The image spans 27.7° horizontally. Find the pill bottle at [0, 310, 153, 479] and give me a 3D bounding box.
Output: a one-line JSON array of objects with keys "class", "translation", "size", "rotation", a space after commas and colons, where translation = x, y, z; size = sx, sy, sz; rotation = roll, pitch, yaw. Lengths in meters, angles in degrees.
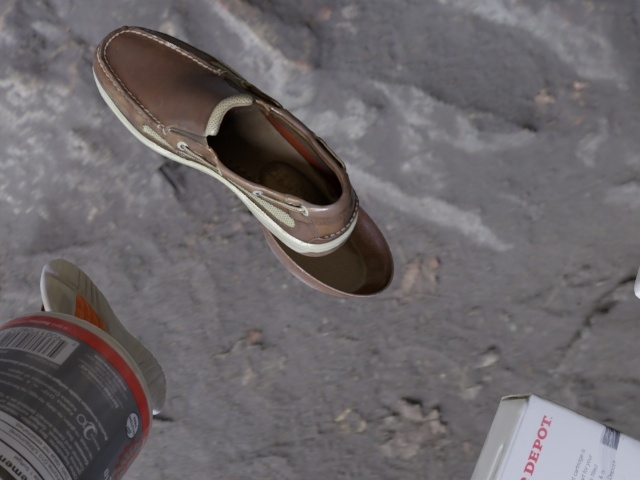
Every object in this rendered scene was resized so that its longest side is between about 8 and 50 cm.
[{"class": "pill bottle", "translation": [-0.332, 0.246, 1.293], "size": [0.210, 0.210, 0.363], "rotation": [47, 35, -9]}]

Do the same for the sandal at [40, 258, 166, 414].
[{"class": "sandal", "translation": [-0.285, 0.136, 1.600], "size": [0.265, 0.076, 0.102], "rotation": [57, 28, -38]}]

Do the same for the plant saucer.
[{"class": "plant saucer", "translation": [0.000, 0.000, 1.583], "size": [0.198, 0.036, 0.198], "rotation": [28, 35, -22]}]

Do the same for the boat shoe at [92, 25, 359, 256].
[{"class": "boat shoe", "translation": [-0.072, -0.096, 1.021], "size": [0.257, 0.095, 0.095], "rotation": [35, 74, 7]}]

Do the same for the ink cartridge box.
[{"class": "ink cartridge box", "translation": [0.344, 0.349, 1.696], "size": [0.289, 0.121, 0.211], "rotation": [25, 77, -8]}]

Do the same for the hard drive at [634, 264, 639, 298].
[{"class": "hard drive", "translation": [0.478, -0.073, 1.442], "size": [0.040, 0.307, 0.203], "rotation": [39, 37, -4]}]
